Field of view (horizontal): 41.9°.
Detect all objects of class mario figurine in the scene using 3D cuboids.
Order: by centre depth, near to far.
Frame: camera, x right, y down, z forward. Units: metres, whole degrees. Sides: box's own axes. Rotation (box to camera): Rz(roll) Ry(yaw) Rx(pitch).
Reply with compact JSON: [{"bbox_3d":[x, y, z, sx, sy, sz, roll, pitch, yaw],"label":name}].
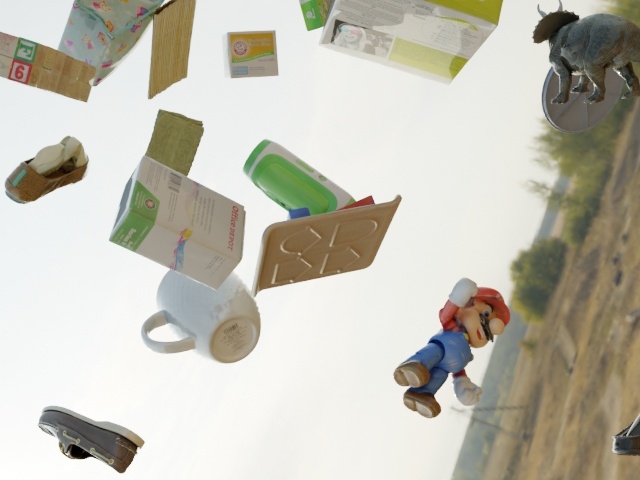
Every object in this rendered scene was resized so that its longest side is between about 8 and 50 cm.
[{"bbox_3d":[0.293,0.209,1.695,0.320,0.170,0.198,-44,-21,-34],"label":"mario figurine"}]

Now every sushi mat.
[{"bbox_3d":[-0.374,-0.492,2.111,0.151,0.019,0.316,-42,-13,-31],"label":"sushi mat"}]

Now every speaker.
[{"bbox_3d":[-0.050,-0.132,2.133,0.131,0.296,0.131,-53,-7,-9],"label":"speaker"}]

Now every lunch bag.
[{"bbox_3d":[-0.492,-0.539,2.036,0.262,0.160,0.223,-52,6,-36],"label":"lunch bag"}]

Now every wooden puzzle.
[{"bbox_3d":[0.000,0.000,1.984,0.322,0.347,0.080,108,142,-60],"label":"wooden puzzle"}]

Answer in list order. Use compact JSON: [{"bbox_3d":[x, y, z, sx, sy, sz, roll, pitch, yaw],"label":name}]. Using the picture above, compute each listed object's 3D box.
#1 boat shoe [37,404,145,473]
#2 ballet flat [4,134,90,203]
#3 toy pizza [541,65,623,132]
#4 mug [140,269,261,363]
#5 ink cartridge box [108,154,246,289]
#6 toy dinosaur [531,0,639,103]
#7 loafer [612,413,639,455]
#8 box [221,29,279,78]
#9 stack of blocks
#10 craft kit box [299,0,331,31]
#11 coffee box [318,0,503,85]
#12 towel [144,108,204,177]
[{"bbox_3d":[-0.570,0.479,2.011,0.097,0.324,0.116,-64,-34,-29],"label":"boat shoe"},{"bbox_3d":[-0.659,-0.195,2.088,0.124,0.116,0.342,-55,-3,25],"label":"ballet flat"},{"bbox_3d":[0.546,-0.323,1.754,0.032,0.201,0.201,-128,44,-56],"label":"toy pizza"},{"bbox_3d":[-0.374,0.247,2.597,0.374,0.328,0.276,-19,-59,-22],"label":"mug"},{"bbox_3d":[-0.243,-0.030,1.458,0.093,0.212,0.154,-49,26,34],"label":"ink cartridge box"},{"bbox_3d":[0.462,-0.318,1.408,0.121,0.313,0.160,-21,-68,-25],"label":"toy dinosaur"},{"bbox_3d":[0.573,0.302,1.433,0.220,0.080,0.078,-19,-91,-31],"label":"loafer"},{"bbox_3d":[-0.166,-0.430,1.941,0.203,0.114,0.103,-134,40,-74],"label":"box"},{"bbox_3d":[-0.615,-0.370,1.763,0.297,0.171,0.087,-15,-58,-82],"label":"stack of blocks"},{"bbox_3d":[-0.016,-0.748,2.424,0.246,0.061,0.250,-50,-53,-61],"label":"craft kit box"},{"bbox_3d":[0.223,-0.604,1.887,0.334,0.338,0.338,129,157,-74],"label":"coffee box"},{"bbox_3d":[-0.320,-0.204,1.819,0.027,0.110,0.148,-171,98,-79],"label":"towel"}]
